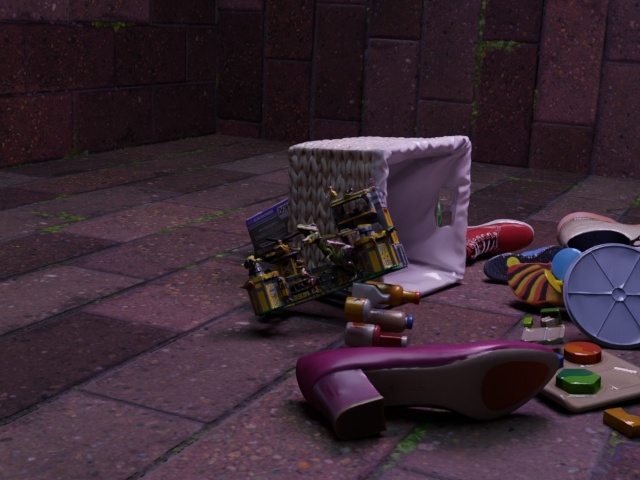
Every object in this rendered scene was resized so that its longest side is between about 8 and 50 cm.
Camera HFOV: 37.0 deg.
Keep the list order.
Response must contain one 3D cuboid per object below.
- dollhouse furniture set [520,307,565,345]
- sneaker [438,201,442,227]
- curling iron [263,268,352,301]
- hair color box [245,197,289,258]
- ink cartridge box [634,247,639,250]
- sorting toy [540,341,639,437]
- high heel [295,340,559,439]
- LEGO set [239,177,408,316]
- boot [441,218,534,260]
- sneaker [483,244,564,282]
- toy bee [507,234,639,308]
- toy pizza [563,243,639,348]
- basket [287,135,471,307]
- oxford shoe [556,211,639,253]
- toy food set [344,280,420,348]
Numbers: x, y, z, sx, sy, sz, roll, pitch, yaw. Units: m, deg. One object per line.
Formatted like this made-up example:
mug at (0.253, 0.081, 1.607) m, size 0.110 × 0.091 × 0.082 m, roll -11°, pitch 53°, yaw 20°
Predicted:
dollhouse furniture set at (0.398, 0.173, 1.687) m, size 0.076 × 0.058 × 0.152 m, roll -6°, pitch 15°, yaw 20°
sneaker at (0.237, -0.044, 2.427) m, size 0.109 × 0.123 × 0.295 m, roll 8°, pitch 15°, yaw 19°
curling iron at (-0.029, 0.099, 1.954) m, size 0.274 × 0.035 × 0.068 m, roll 12°, pitch 20°, yaw 38°
hair color box at (0.011, -0.050, 2.301) m, size 0.339 × 0.110 × 0.185 m, roll -13°, pitch -9°, yaw -46°
ink cartridge box at (0.746, 0.064, 2.057) m, size 0.311 × 0.065 × 0.186 m, roll 0°, pitch -14°, yaw -4°
sorting toy at (0.443, 0.221, 1.509) m, size 0.229 × 0.041 × 0.307 m, roll -3°, pitch 14°, yaw -24°
high heel at (0.156, 0.181, 1.411) m, size 0.377 × 0.127 × 0.181 m, roll -6°, pitch 26°, yaw -20°
LEGO set at (0.000, 0.000, 1.757) m, size 0.331 × 0.192 × 0.255 m, roll -21°, pitch -6°, yaw 24°
boot at (0.404, 0.011, 2.323) m, size 0.244 × 0.088 × 0.176 m, roll -5°, pitch 13°, yaw 5°
sneaker at (0.460, 0.063, 2.180) m, size 0.209 × 0.069 × 0.082 m, roll -11°, pitch -15°, yaw -19°
toy bee at (0.510, 0.095, 1.872) m, size 0.195 × 0.162 × 0.298 m, roll 12°, pitch -25°, yaw -31°
toy pizza at (0.547, 0.103, 1.767) m, size 0.201 × 0.201 × 0.032 m, roll 3°, pitch -19°, yaw 1°
basket at (0.128, -0.060, 2.039) m, size 0.266 × 0.328 × 0.331 m, roll 11°, pitch 16°, yaw 40°
oxford shoe at (0.743, 0.030, 2.191) m, size 0.397 × 0.140 × 0.146 m, roll 5°, pitch 17°, yaw 11°
toy food set at (0.109, 0.132, 1.655) m, size 0.105 × 0.111 × 0.232 m, roll 6°, pitch 2°, yaw 11°
